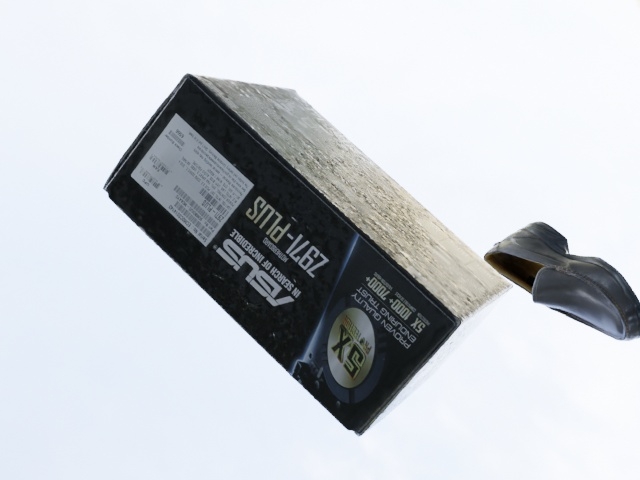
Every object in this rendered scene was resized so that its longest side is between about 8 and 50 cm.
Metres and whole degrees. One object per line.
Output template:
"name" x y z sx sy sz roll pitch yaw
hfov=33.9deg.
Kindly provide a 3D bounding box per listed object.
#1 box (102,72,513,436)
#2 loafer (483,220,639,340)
"box" 0.000 0.000 0.558 0.180 0.077 0.147 43 -163 11
"loafer" 0.205 0.041 0.889 0.061 0.062 0.170 -20 -151 -18
